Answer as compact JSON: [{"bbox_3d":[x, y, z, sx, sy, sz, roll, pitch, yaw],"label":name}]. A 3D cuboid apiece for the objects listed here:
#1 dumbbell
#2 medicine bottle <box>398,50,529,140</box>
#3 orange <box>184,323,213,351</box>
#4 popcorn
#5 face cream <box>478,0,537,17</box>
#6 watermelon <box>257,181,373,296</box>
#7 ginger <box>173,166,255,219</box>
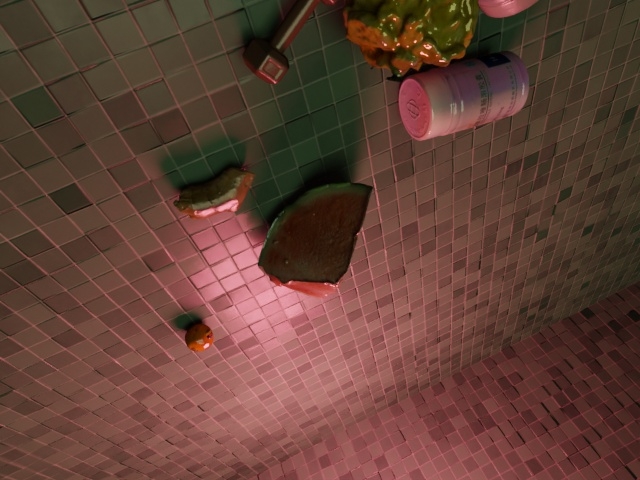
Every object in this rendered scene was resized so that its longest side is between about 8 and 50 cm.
[{"bbox_3d":[-0.049,-0.396,0.792,0.092,0.082,0.231,25,115,-41],"label":"dumbbell"},{"bbox_3d":[0.325,-0.333,1.006,0.254,0.152,0.152,-19,137,-13],"label":"medicine bottle"},{"bbox_3d":[-0.356,0.284,1.278,0.083,0.083,0.084,-15,136,-15],"label":"orange"},{"bbox_3d":[0.163,-0.399,0.782,0.249,0.249,0.225,-8,100,-22],"label":"popcorn"},{"bbox_3d":[0.339,-0.535,0.800,0.153,0.177,0.177,23,117,-41],"label":"face cream"},{"bbox_3d":[-0.028,-0.006,1.111,0.222,0.319,0.292,16,84,-5],"label":"watermelon"},{"bbox_3d":[-0.232,-0.104,0.981,0.190,0.069,0.095,-23,142,-9],"label":"ginger"}]
